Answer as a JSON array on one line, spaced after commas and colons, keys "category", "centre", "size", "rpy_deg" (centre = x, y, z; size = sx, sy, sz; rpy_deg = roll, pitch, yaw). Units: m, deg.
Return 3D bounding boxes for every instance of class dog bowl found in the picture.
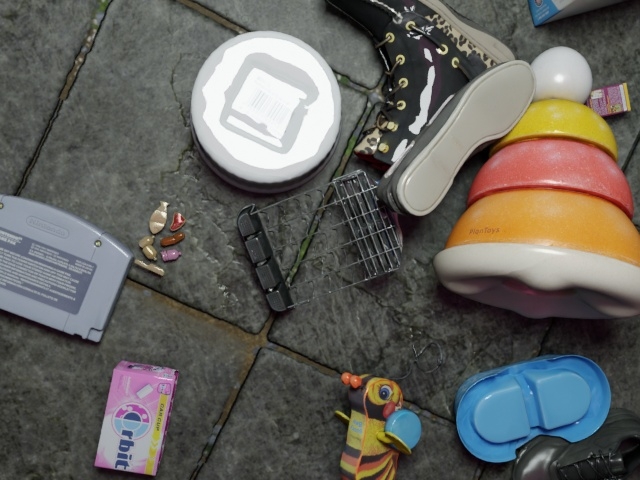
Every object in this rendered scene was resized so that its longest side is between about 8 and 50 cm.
[{"category": "dog bowl", "centre": [0.391, 0.308, 1.152], "size": [0.298, 0.074, 0.165], "rpy_deg": [-14, 95, -5]}]

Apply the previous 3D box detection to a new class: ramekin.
[{"category": "ramekin", "centre": [-0.092, -0.219, 1.043], "size": [0.278, 0.135, 0.277], "rpy_deg": [0, 94, -5]}]

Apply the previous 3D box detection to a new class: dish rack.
[{"category": "dish rack", "centre": [0.000, 0.000, 1.073], "size": [0.272, 0.074, 0.208], "rpy_deg": [-20, 97, 8]}]

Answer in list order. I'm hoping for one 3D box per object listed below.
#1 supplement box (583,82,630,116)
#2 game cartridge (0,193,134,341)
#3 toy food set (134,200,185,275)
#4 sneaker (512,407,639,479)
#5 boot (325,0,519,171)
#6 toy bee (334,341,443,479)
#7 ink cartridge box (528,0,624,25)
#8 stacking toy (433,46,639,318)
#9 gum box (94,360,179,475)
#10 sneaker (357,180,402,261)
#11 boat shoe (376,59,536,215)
[{"category": "supplement box", "centre": [0.531, -0.260, 1.144], "size": [0.083, 0.043, 0.054], "rpy_deg": [-12, 95, -5]}, {"category": "game cartridge", "centre": [-0.492, 0.036, 1.063], "size": [0.297, 0.062, 0.198], "rpy_deg": [22, 87, -6]}, {"category": "toy food set", "centre": [-0.282, -0.003, 1.098], "size": [0.078, 0.019, 0.122], "rpy_deg": [27, 83, -7]}, {"category": "sneaker", "centre": [0.499, 0.409, 1.141], "size": [0.286, 0.130, 0.109], "rpy_deg": [-26, 98, -2]}, {"category": "boot", "centre": [0.133, -0.274, 1.059], "size": [0.378, 0.138, 0.284], "rpy_deg": [24, 91, -16]}, {"category": "toy bee", "centre": [0.088, 0.305, 1.081], "size": [0.162, 0.195, 0.298], "rpy_deg": [29, 54, -26]}, {"category": "ink cartridge box", "centre": [0.464, -0.551, 1.043], "size": [0.197, 0.198, 0.269], "rpy_deg": [-17, 94, -3]}, {"category": "stacking toy", "centre": [0.401, -0.120, 1.043], "size": [0.351, 0.350, 0.479], "rpy_deg": [14, 77, -6]}, {"category": "gum box", "centre": [-0.327, 0.312, 1.090], "size": [0.107, 0.062, 0.188], "rpy_deg": [12, 93, -6]}, {"category": "sneaker", "centre": [0.099, -0.033, 1.109], "size": [0.085, 0.058, 0.152], "rpy_deg": [-5, 90, -11]}, {"category": "boat shoe", "centre": [0.215, -0.175, 0.990], "size": [0.335, 0.095, 0.112], "rpy_deg": [-46, 116, -13]}]
